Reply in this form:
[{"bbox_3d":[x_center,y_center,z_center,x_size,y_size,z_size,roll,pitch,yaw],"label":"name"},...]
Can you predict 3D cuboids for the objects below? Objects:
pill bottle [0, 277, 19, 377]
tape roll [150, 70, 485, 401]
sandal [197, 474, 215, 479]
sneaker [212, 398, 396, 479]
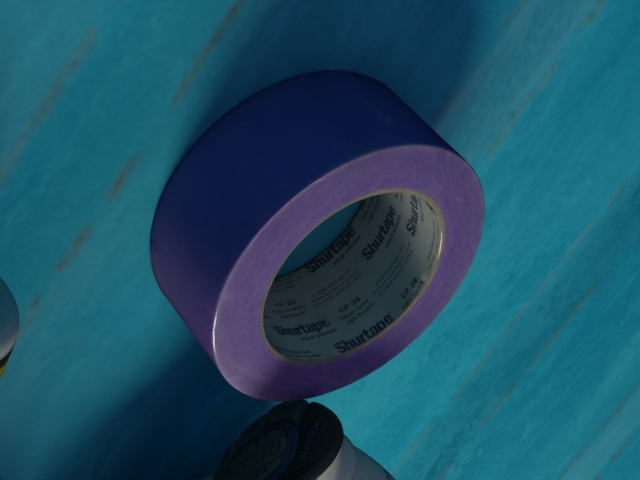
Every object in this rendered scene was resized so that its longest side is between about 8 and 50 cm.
[{"bbox_3d":[-0.226,0.093,0.634,0.103,0.103,0.184,3,125,-42],"label":"pill bottle"},{"bbox_3d":[0.000,0.000,0.758,0.189,0.080,0.189,-24,140,-22],"label":"tape roll"},{"bbox_3d":[-0.059,0.272,0.958,0.101,0.076,0.265,-2,117,9],"label":"sandal"},{"bbox_3d":[-0.062,0.227,0.834,0.129,0.111,0.297,39,122,-24],"label":"sneaker"}]
